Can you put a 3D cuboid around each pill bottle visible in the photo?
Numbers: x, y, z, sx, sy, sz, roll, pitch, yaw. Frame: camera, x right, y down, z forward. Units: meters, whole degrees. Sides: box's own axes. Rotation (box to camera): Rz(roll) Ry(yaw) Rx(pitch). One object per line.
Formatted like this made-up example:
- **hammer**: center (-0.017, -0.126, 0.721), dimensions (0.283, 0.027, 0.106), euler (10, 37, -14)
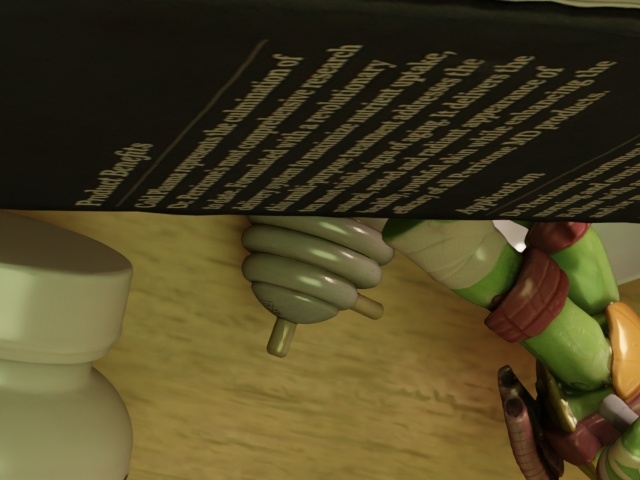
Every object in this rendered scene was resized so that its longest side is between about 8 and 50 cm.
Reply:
- **pill bottle**: center (-0.188, 0.140, 0.799), dimensions (0.169, 0.169, 0.301), euler (11, 100, -20)

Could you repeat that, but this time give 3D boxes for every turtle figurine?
- **turtle figurine**: center (0.179, 0.035, 0.808), dimensions (0.266, 0.275, 0.198), euler (48, 72, -13)

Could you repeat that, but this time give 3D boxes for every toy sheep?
- **toy sheep**: center (0.000, 0.000, 0.871), dimensions (0.091, 0.091, 0.132), euler (20, 78, -21)

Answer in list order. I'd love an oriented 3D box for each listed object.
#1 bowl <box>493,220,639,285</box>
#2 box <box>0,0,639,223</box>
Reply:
- **bowl**: center (0.145, -0.045, 0.922), dimensions (0.142, 0.053, 0.142), euler (-16, 107, -14)
- **box**: center (0.008, -0.264, 0.612), dimensions (0.472, 0.297, 0.480), euler (1, 78, -19)
